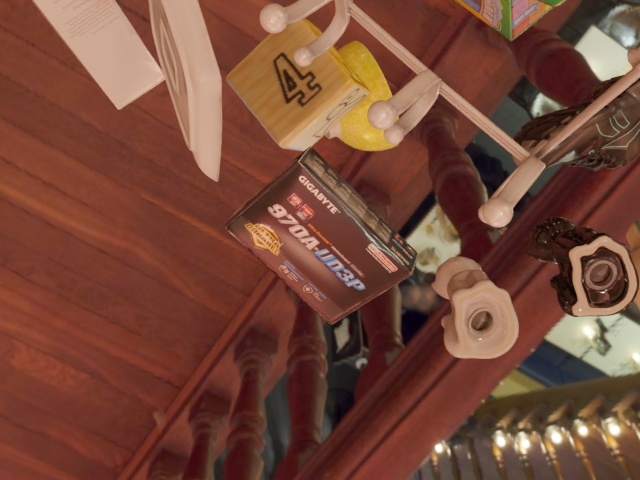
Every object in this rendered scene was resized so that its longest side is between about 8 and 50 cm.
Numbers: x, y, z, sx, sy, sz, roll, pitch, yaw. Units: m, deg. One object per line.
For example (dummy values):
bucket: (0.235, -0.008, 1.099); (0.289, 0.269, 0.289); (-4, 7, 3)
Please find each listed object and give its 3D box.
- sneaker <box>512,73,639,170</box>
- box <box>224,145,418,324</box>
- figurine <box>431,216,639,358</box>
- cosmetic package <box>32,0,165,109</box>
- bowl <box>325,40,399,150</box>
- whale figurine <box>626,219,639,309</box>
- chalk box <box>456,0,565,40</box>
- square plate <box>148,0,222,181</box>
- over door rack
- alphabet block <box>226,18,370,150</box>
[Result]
sneaker: (0.354, -0.132, 0.923); (0.267, 0.101, 0.106); (-27, 107, -25)
box: (0.000, 0.000, 1.024); (0.220, 0.051, 0.175); (44, 128, -12)
figurine: (0.233, 0.042, 0.866); (0.215, 0.209, 0.092); (-22, 102, 7)
cosmetic package: (-0.551, -0.526, 1.728); (0.156, 0.217, 0.385); (-37, 137, -4)
bowl: (0.069, -0.341, 1.840); (0.156, 0.289, 0.289); (-24, 117, -7)
whale figurine: (0.510, 0.052, 0.995); (0.141, 0.272, 0.216); (-35, 90, 28)
chalk box: (0.256, -0.369, 0.955); (0.132, 0.213, 0.132); (-38, 152, -5)
square plate: (-0.236, -0.316, 1.231); (0.049, 0.347, 0.344); (-16, 162, -14)
over door rack: (0.076, -0.132, 0.494); (0.239, 0.324, 0.108); (42, 78, 6)
alphabet block: (-0.041, -0.319, 1.499); (0.197, 0.192, 0.193); (-40, 86, 13)
